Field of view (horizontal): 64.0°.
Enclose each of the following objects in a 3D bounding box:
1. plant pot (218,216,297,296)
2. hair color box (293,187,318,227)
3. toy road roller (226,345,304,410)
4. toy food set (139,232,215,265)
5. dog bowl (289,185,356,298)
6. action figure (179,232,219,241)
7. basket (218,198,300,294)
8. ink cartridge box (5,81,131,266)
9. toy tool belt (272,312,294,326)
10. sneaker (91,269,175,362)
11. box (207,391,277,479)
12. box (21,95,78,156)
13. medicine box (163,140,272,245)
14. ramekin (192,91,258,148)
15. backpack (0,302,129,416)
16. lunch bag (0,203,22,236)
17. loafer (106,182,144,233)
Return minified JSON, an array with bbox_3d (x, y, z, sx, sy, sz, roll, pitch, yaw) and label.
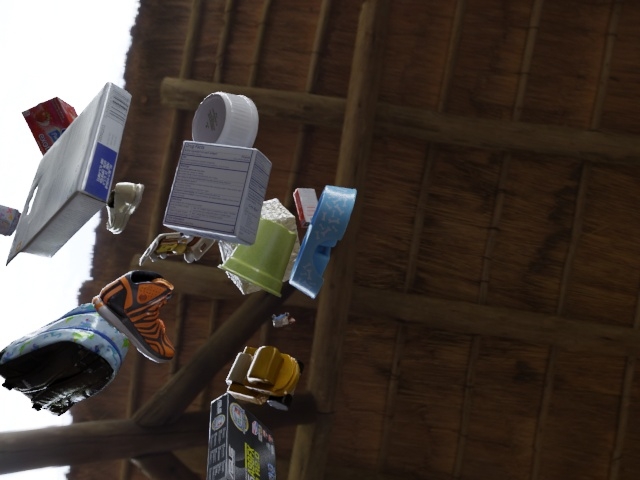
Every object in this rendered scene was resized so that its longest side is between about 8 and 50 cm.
[{"bbox_3d":[-0.226,0.051,2.027,0.276,0.276,0.254,17,-100,50],"label":"plant pot"},{"bbox_3d":[-0.044,-0.115,1.823,0.043,0.071,0.141,-49,-132,51],"label":"hair color box"},{"bbox_3d":[-0.240,0.524,2.063,0.329,0.241,0.203,5,-127,25],"label":"toy road roller"},{"bbox_3d":[-0.689,0.051,2.466,0.219,0.306,0.092,-39,-113,42],"label":"toy food set"},{"bbox_3d":[0.000,0.000,1.249,0.166,0.074,0.297,-81,-169,-65],"label":"dog bowl"},{"bbox_3d":[-0.519,-0.069,2.173,0.285,0.185,0.099,7,-127,45],"label":"action figure"},{"bbox_3d":[-0.280,0.025,2.343,0.266,0.331,0.329,-141,-142,-61],"label":"basket"},{"bbox_3d":[-0.543,-0.134,1.111,0.330,0.071,0.324,-32,-133,32],"label":"ink cartridge box"},{"bbox_3d":[-0.142,0.294,1.934,0.083,0.052,0.051,-19,-103,15],"label":"toy tool belt"},{"bbox_3d":[-0.465,0.210,1.437,0.180,0.321,0.124,-42,-133,-13],"label":"sneaker"},{"bbox_3d":[-0.193,0.553,1.296,0.060,0.216,0.270,-32,-152,8],"label":"box"},{"bbox_3d":[-0.786,-0.294,1.583,0.128,0.122,0.257,-177,-119,-86],"label":"box"},{"bbox_3d":[-0.326,-0.153,1.653,0.263,0.149,0.290,9,-99,17],"label":"medicine box"},{"bbox_3d":[-0.365,-0.424,1.907,0.272,0.127,0.273,-9,-103,42],"label":"ramekin"},{"bbox_3d":[-0.752,0.350,1.549,0.355,0.290,0.273,-24,-154,37],"label":"backpack"},{"bbox_3d":[-0.901,-0.056,1.454,0.053,0.071,0.083,115,-9,-71],"label":"lunch bag"},{"bbox_3d":[-0.668,-0.117,1.707,0.268,0.092,0.102,-41,-145,42],"label":"loafer"}]
